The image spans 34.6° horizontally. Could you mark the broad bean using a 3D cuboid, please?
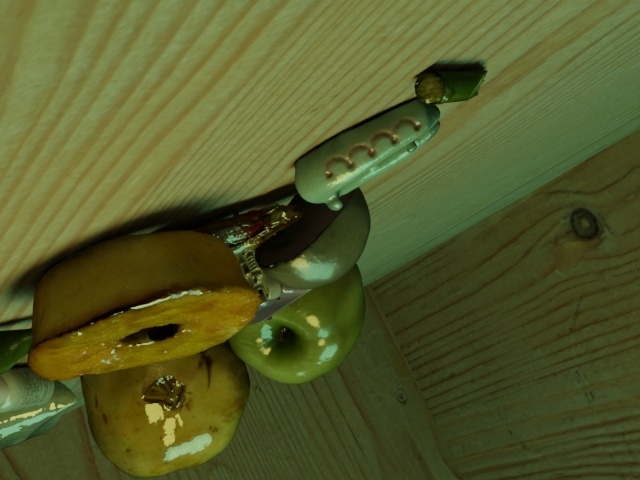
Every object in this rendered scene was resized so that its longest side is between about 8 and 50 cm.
[{"bbox_3d":[-0.450,0.168,1.436,0.056,0.098,0.318,-38,156,28],"label":"broad bean"}]

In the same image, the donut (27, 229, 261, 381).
[{"bbox_3d":[-0.233,0.081,1.321,0.302,0.110,0.303,-17,160,-6],"label":"donut"}]

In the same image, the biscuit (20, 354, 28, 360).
[{"bbox_3d":[-0.362,0.118,1.617,0.154,0.045,0.299,-21,173,-41],"label":"biscuit"}]

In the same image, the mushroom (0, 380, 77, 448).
[{"bbox_3d":[-0.695,0.375,2.034,0.397,0.126,0.177,-17,167,-43],"label":"mushroom"}]

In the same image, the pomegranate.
[{"bbox_3d":[-0.297,0.272,1.912,0.332,0.333,0.332,-25,173,-3],"label":"pomegranate"}]

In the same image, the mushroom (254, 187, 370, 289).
[{"bbox_3d":[0.000,0.000,1.484,0.188,0.117,0.141,-44,-163,-14],"label":"mushroom"}]

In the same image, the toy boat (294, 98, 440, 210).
[{"bbox_3d":[0.065,-0.105,1.326,0.207,0.079,0.134,-27,176,2],"label":"toy boat"}]

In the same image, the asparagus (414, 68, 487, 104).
[{"bbox_3d":[0.168,-0.185,1.232,0.045,0.041,0.178,-20,178,33],"label":"asparagus"}]

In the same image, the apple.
[{"bbox_3d":[-0.039,0.117,1.868,0.279,0.279,0.279,-25,173,-3],"label":"apple"}]

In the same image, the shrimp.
[{"bbox_3d":[-0.159,0.003,1.412,0.294,0.062,0.154,-23,167,-10],"label":"shrimp"}]

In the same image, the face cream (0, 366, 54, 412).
[{"bbox_3d":[-0.573,0.275,1.905,0.082,0.082,0.269,-25,172,1],"label":"face cream"}]

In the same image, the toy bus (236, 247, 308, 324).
[{"bbox_3d":[-0.100,0.052,1.643,0.142,0.142,0.202,-20,170,-37],"label":"toy bus"}]
